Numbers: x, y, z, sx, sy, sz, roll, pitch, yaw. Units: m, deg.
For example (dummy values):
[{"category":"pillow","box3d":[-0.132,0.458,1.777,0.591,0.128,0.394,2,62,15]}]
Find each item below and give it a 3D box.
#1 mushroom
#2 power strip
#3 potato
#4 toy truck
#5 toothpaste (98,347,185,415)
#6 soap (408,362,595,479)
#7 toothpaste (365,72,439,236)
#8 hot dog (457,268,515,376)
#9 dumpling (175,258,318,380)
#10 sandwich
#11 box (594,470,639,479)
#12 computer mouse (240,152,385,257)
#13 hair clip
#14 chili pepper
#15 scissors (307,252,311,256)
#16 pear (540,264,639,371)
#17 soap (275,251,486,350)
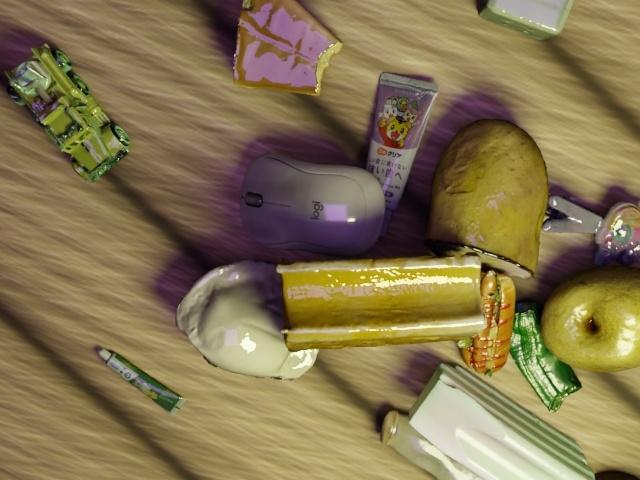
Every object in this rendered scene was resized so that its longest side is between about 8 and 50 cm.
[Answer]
[{"category":"mushroom","box3d":[0.267,0.454,1.550,0.351,0.097,0.109,40,98,2]},{"category":"power strip","box3d":[0.380,-0.478,1.349,0.139,0.140,0.224,20,100,2]},{"category":"potato","box3d":[0.301,-0.086,1.403,0.229,0.229,0.266,15,86,2]},{"category":"toy truck","box3d":[-0.489,-0.234,1.474,0.128,0.135,0.259,-37,98,11]},{"category":"toothpaste","box3d":[-0.371,0.287,1.607,0.204,0.031,0.049,37,103,-4]},{"category":"soap","box3d":[0.337,0.373,1.467,0.347,0.208,0.115,34,101,-2]},{"category":"toothpaste","box3d":[0.132,-0.159,1.468,0.114,0.073,0.299,15,96,16]},{"category":"hot dog","box3d":[0.306,0.155,1.453,0.104,0.076,0.250,9,131,14]},{"category":"dumpling","box3d":[-0.129,0.151,1.516,0.175,0.243,0.226,19,82,39]},{"category":"sandwich","box3d":[-0.053,-0.380,1.422,0.186,0.108,0.220,7,98,4]},{"category":"box","box3d":[0.585,0.593,1.482,0.301,0.216,0.300,1,101,3]},{"category":"computer mouse","box3d":[-0.029,-0.060,1.433,0.297,0.121,0.184,13,101,20]},{"category":"hair clip","box3d":[0.514,-0.021,1.442,0.279,0.090,0.137,18,108,2]},{"category":"chili pepper","box3d":[0.425,0.227,1.509,0.098,0.061,0.224,-26,98,4]},{"category":"scissors","box3d":[0.000,0.000,1.534,0.036,0.006,0.083,37,101,-4]},{"category":"pear","box3d":[0.521,0.141,1.413,0.229,0.211,0.188,-14,83,38]},{"category":"soap","box3d":[0.093,0.108,1.357,0.335,0.293,0.156,-3,77,-4]}]
